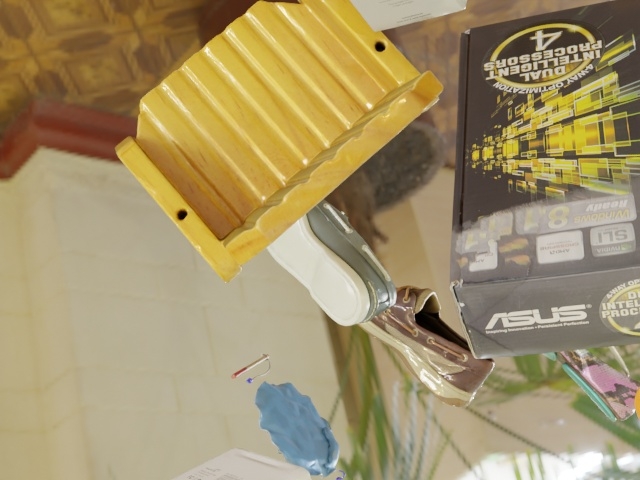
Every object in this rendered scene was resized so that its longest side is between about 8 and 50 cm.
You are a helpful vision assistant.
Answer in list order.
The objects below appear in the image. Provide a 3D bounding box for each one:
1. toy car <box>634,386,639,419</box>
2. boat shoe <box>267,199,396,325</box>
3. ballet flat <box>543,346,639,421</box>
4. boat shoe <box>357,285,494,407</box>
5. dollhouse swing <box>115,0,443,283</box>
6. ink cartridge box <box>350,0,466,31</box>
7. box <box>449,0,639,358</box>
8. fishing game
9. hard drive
[{"bbox_3d":[0.434,0.150,1.154,0.238,0.210,0.219,-4,177,35],"label":"toy car"},{"bbox_3d":[0.000,0.000,1.714,0.099,0.319,0.116,-10,139,-39],"label":"boat shoe"},{"bbox_3d":[0.324,0.136,1.441,0.079,0.221,0.077,-47,162,-5],"label":"ballet flat"},{"bbox_3d":[0.158,0.128,1.916,0.123,0.342,0.123,-2,132,-55],"label":"boat shoe"},{"bbox_3d":[-0.065,-0.157,1.329,0.347,0.315,0.305,-41,170,-3],"label":"dollhouse swing"},{"bbox_3d":[0.080,-0.350,1.269,0.127,0.128,0.176,-6,145,34],"label":"ink cartridge box"},{"bbox_3d":[0.300,-0.073,0.840,0.394,0.318,0.097,-7,135,17],"label":"box"},{"bbox_3d":[-0.043,0.305,1.807,0.041,0.264,0.189,-40,174,23],"label":"fishing game"},{"bbox_3d":[-0.188,0.368,1.492,0.307,0.040,0.203,-22,-168,-32],"label":"hard drive"}]
